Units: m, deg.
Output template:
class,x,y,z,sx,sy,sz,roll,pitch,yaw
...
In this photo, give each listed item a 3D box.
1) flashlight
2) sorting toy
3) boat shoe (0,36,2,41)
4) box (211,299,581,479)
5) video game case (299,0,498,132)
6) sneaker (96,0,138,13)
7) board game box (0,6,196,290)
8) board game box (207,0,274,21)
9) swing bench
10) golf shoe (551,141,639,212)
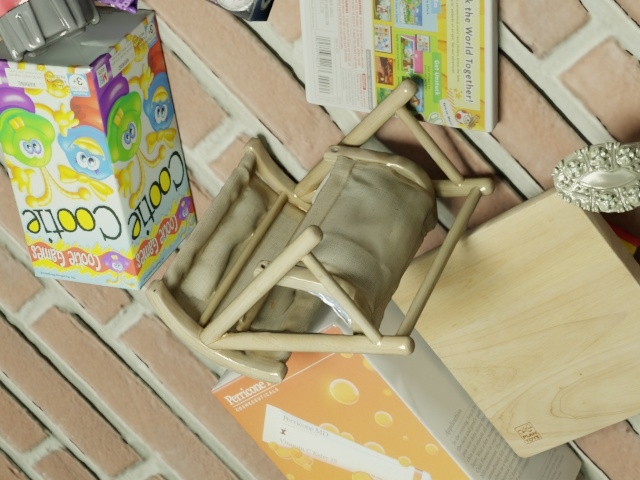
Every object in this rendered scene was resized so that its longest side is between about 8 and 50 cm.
class,x,y,z,sx,sy,sz,roll,pitch,yaw
flashlight,-0.331,-0.337,1.822,0.103,0.103,0.304,-25,93,28
sorting toy,0.244,0.071,1.878,0.257,0.089,0.255,-28,106,39
boat shoe,-0.401,-0.220,2.041,0.135,0.045,0.050,8,126,23
box,0.087,0.208,2.008,0.215,0.168,0.345,-32,104,40
video game case,0.077,-0.224,1.798,0.206,0.026,0.227,11,126,21
sneaker,-0.228,-0.266,1.904,0.170,0.068,0.071,-7,125,31
board game box,-0.250,-0.103,1.980,0.144,0.142,0.275,7,125,24
board game box,-0.081,-0.341,1.622,0.165,0.042,0.243,27,106,17
swing bench,0.000,0.000,1.831,0.255,0.253,0.165,-19,120,43
golf shoe,0.312,-0.067,1.727,0.176,0.086,0.069,-8,93,15
